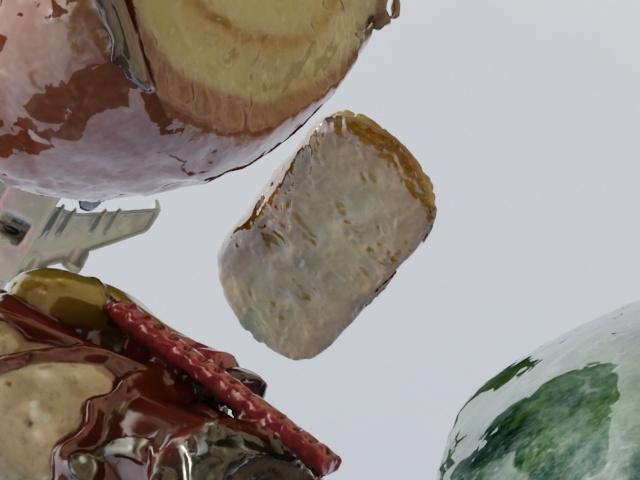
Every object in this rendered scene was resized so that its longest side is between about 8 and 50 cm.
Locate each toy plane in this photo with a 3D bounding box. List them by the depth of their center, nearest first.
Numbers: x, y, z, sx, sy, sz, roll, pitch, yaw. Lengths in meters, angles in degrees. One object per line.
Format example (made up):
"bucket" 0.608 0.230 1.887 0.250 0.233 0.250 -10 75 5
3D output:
"toy plane" -0.235 -0.026 1.244 0.251 0.255 0.101 29 175 -32

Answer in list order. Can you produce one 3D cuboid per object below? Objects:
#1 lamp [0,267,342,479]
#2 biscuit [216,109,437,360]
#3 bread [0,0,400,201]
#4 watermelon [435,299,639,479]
"lamp" -0.112 0.060 0.624 0.253 0.118 0.118 33 -155 31
"biscuit" 0.000 0.000 1.230 0.118 0.247 0.029 44 -135 3
"bread" -0.070 -0.113 0.737 0.244 0.123 0.190 4 -97 -56
"watermelon" 0.150 0.145 0.482 0.289 0.320 0.214 -44 -45 -34
